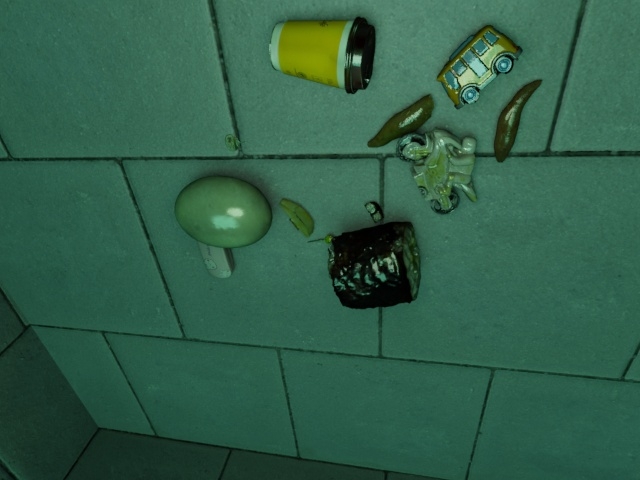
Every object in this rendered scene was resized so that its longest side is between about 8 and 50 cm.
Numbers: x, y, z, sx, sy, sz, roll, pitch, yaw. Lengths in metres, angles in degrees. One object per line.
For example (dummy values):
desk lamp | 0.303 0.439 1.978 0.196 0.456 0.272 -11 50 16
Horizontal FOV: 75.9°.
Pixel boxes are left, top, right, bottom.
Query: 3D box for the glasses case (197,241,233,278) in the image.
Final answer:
glasses case | -0.436 0.032 1.686 0.113 0.075 0.297 2 124 14

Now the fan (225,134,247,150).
fan | -0.302 -0.348 1.436 0.080 0.003 0.060 -25 116 27

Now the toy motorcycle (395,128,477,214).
toy motorcycle | 0.393 -0.229 1.286 0.222 0.108 0.341 -27 125 18

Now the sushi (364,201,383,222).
sushi | 0.195 -0.106 1.472 0.046 0.044 0.083 -33 115 6

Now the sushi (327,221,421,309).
sushi | 0.193 0.091 1.445 0.293 0.299 0.282 -7 107 20

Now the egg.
egg | -0.345 -0.101 1.464 0.351 0.259 0.259 14 126 6

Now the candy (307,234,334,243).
candy | 0.000 0.000 1.594 0.122 0.035 0.035 -5 79 27

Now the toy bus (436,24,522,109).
toy bus | 0.418 -0.471 1.110 0.136 0.126 0.209 43 123 -7

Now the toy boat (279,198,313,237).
toy boat | -0.086 -0.086 1.534 0.066 0.065 0.172 -18 117 46

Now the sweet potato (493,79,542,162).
sweet potato | 0.560 -0.345 1.205 0.078 0.058 0.256 4 124 -10

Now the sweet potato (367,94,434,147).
sweet potato | 0.246 -0.349 1.264 0.243 0.077 0.077 -33 111 28

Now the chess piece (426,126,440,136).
chess piece | 0.332 -0.322 1.284 0.093 0.042 0.042 -30 113 24

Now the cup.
cup | 0.010 -0.522 1.140 0.279 0.196 0.197 15 127 14
